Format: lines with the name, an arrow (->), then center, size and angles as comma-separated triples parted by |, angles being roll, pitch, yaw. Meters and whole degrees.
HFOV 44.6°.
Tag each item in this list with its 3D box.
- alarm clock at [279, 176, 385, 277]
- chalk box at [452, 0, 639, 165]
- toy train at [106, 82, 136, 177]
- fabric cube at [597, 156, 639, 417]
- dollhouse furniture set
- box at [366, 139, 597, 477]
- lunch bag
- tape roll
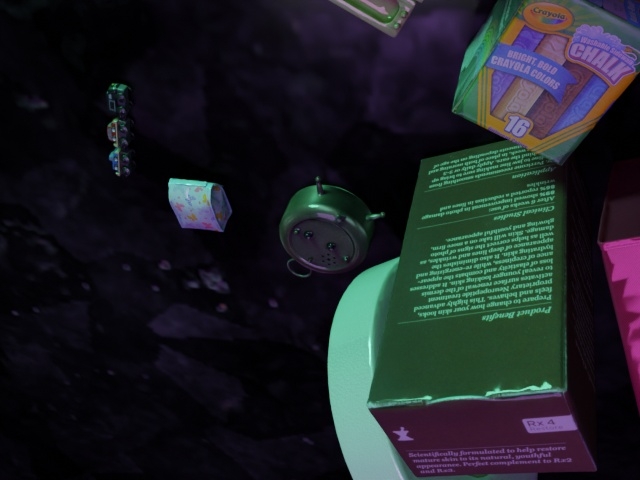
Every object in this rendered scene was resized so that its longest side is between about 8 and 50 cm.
alarm clock -> 0.000, 0.000, 1.104 | 0.129, 0.064, 0.192 | 28, 139, -7
chalk box -> 0.242, -0.208, 0.762 | 0.132, 0.132, 0.213 | 26, 137, -5
toy train -> -0.279, -0.150, 1.081 | 0.036, 0.027, 0.158 | 18, 136, 8
fabric cube -> 0.451, 0.049, 0.803 | 0.259, 0.254, 0.258 | -10, 108, 29
dollhouse furniture set -> 0.042, -0.275, 0.775 | 0.144, 0.123, 0.151 | 28, 135, -8
box -> 0.193, 0.056, 0.854 | 0.191, 0.381, 0.143 | -10, 128, 28
lunch bag -> -0.172, -0.057, 1.116 | 0.071, 0.053, 0.083 | 4, 143, 19
tape roll -> 0.159, 0.207, 1.009 | 0.072, 0.392, 0.392 | -22, 122, 35
